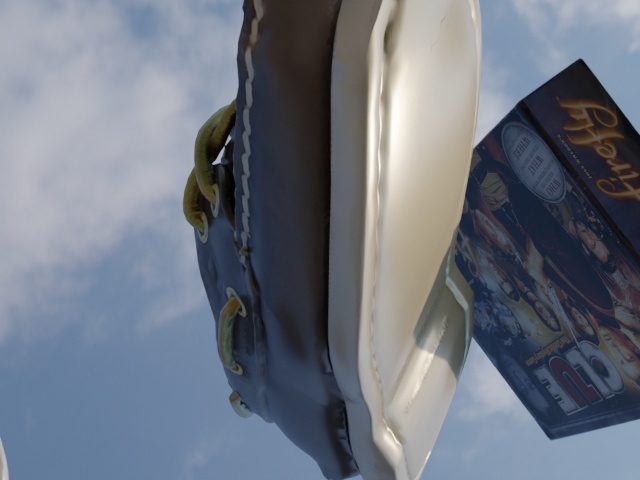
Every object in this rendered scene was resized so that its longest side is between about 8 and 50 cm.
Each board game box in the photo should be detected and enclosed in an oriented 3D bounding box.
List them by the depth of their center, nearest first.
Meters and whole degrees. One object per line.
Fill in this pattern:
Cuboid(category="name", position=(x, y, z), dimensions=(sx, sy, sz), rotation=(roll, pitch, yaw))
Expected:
Cuboid(category="board game box", position=(0.130, 0.020, 0.698), dimensions=(0.042, 0.243, 0.165), rotation=(-35, -96, -16))

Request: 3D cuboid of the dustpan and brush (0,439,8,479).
Cuboid(category="dustpan and brush", position=(-0.149, 0.190, 0.620), dimensions=(0.147, 0.060, 0.211), rotation=(-7, -77, -29))

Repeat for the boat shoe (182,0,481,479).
Cuboid(category="boat shoe", position=(0.000, 0.000, 0.481), dimensions=(0.096, 0.324, 0.117), rotation=(20, -116, 16))
